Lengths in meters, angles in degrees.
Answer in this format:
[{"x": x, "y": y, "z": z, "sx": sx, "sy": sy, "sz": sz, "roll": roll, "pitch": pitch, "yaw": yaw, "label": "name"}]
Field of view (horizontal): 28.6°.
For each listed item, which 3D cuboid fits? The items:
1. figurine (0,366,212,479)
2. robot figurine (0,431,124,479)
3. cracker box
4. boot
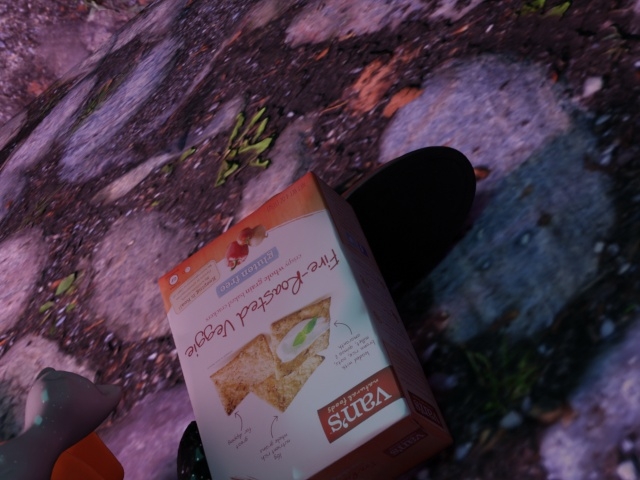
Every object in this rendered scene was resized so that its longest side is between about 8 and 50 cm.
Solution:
[{"x": -0.164, "y": 0.187, "z": 0.927, "sx": 0.209, "sy": 0.215, "sz": 0.092, "roll": -59, "pitch": -15, "yaw": -47, "label": "figurine"}, {"x": -0.239, "y": 0.247, "z": 0.994, "sx": 0.128, "sy": 0.158, "sz": 0.219, "roll": 107, "pitch": -171, "yaw": -51, "label": "robot figurine"}, {"x": -0.019, "y": 0.083, "z": 0.912, "sx": 0.155, "sy": 0.067, "sz": 0.232, "roll": -35, "pitch": 49, "yaw": 15, "label": "cracker box"}, {"x": 0.000, "y": 0.000, "z": 1.145, "sx": 0.264, "sy": 0.096, "sz": 0.280, "roll": -50, "pitch": 17, "yaw": 1, "label": "boot"}]
